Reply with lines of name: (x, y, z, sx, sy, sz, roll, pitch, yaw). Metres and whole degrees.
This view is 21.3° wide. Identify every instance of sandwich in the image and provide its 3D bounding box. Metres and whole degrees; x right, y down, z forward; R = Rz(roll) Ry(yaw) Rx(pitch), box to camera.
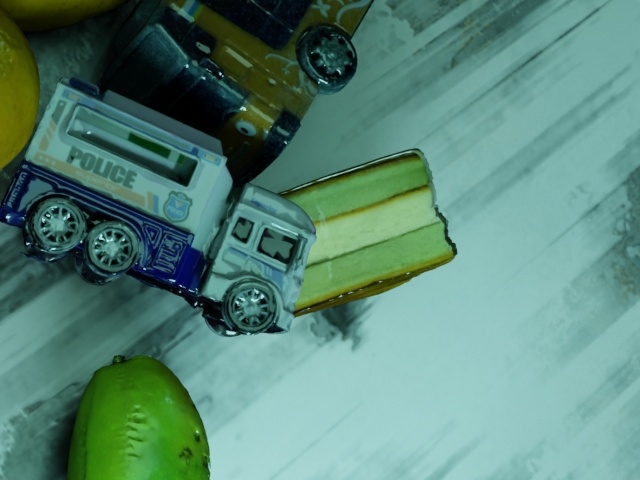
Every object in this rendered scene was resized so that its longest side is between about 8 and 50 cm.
sandwich: (0.000, 0.000, 1.561, 0.187, 0.144, 0.117, -13, 79, -30)

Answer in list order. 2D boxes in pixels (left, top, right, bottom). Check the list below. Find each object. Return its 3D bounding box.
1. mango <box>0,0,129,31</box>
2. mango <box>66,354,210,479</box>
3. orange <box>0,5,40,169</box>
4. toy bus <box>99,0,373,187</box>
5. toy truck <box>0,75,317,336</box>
mango: (-0.256, -0.280, 1.512, 0.290, 0.160, 0.191, -19, 91, -25)
mango: (-0.153, 0.213, 1.438, 0.125, 0.111, 0.233, 2, 72, -20)
orange: (-0.337, -0.121, 1.385, 0.219, 0.219, 0.193, -14, 98, -29)
toy bus: (-0.049, -0.225, 1.596, 0.194, 0.162, 0.323, 36, 60, -12)
toy truck: (-0.133, -0.023, 1.477, 0.268, 0.124, 0.155, 23, 81, -10)
